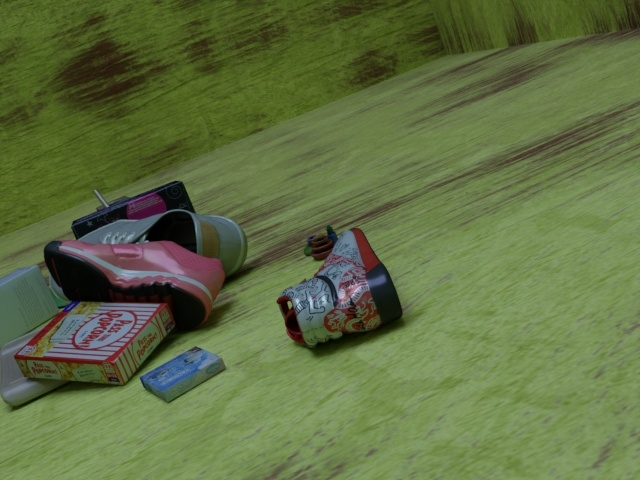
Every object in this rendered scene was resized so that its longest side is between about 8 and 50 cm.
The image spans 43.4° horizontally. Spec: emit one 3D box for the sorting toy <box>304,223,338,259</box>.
[{"bbox_3d":[0.000,0.000,1.406,0.061,0.042,0.102,-24,15,-11],"label":"sorting toy"}]

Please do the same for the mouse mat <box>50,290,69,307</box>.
[{"bbox_3d":[-0.577,0.125,1.813,0.189,0.007,0.152,-11,18,29],"label":"mouse mat"}]

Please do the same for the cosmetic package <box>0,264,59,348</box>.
[{"bbox_3d":[-0.651,0.150,1.611,0.085,0.117,0.231,-9,17,39],"label":"cosmetic package"}]

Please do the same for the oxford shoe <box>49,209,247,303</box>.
[{"bbox_3d":[-0.352,0.030,1.513,0.449,0.169,0.130,-9,-10,27],"label":"oxford shoe"}]

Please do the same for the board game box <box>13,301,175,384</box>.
[{"bbox_3d":[-0.341,0.152,1.223,0.193,0.045,0.147,-1,30,25],"label":"board game box"}]

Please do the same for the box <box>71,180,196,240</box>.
[{"bbox_3d":[-0.388,-0.012,1.737,0.247,0.163,0.142,-24,11,-11],"label":"box"}]

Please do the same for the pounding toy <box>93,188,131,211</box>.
[{"bbox_3d":[-0.489,-0.060,2.009,0.094,0.181,0.206,-26,16,-19],"label":"pounding toy"}]

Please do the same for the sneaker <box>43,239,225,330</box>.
[{"bbox_3d":[-0.300,0.053,1.320,0.313,0.116,0.136,14,38,16],"label":"sneaker"}]

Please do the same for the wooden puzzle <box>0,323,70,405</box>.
[{"bbox_3d":[-0.418,0.184,1.333,0.221,0.044,0.238,-25,20,-17],"label":"wooden puzzle"}]

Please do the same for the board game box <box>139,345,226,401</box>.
[{"bbox_3d":[-0.184,0.176,1.072,0.090,0.020,0.090,-28,18,-27],"label":"board game box"}]

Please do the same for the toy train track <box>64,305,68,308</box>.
[{"bbox_3d":[-0.500,0.126,1.691,0.083,0.014,0.048,-23,15,-6],"label":"toy train track"}]

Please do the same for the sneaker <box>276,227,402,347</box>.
[{"bbox_3d":[0.009,0.059,1.090,0.145,0.090,0.270,-19,17,-3],"label":"sneaker"}]
